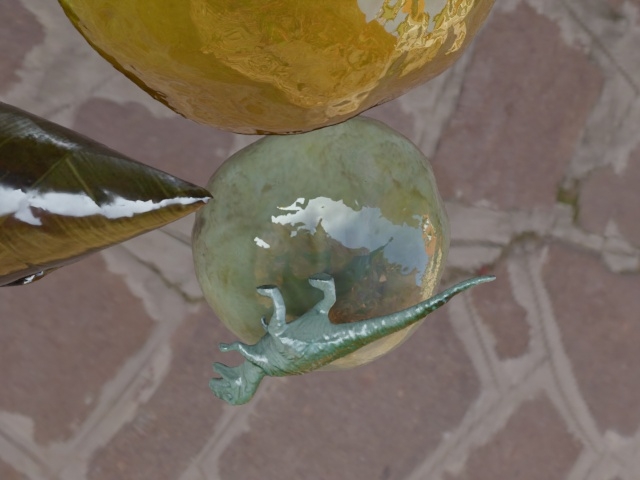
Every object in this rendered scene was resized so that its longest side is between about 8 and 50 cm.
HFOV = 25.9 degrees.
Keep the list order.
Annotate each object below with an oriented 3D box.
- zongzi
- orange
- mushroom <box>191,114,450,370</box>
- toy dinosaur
[{"bbox_3d":[-0.362,-0.088,1.178,0.403,0.432,0.207,39,53,-41],"label":"zongzi"},{"bbox_3d":[-0.025,-0.193,0.706,0.279,0.235,0.279,-28,127,-45],"label":"orange"},{"bbox_3d":[0.000,0.000,1.811,0.352,0.260,0.352,-3,116,-6],"label":"mushroom"},{"bbox_3d":[0.004,0.080,1.637,0.383,0.076,0.129,-26,106,25],"label":"toy dinosaur"}]
